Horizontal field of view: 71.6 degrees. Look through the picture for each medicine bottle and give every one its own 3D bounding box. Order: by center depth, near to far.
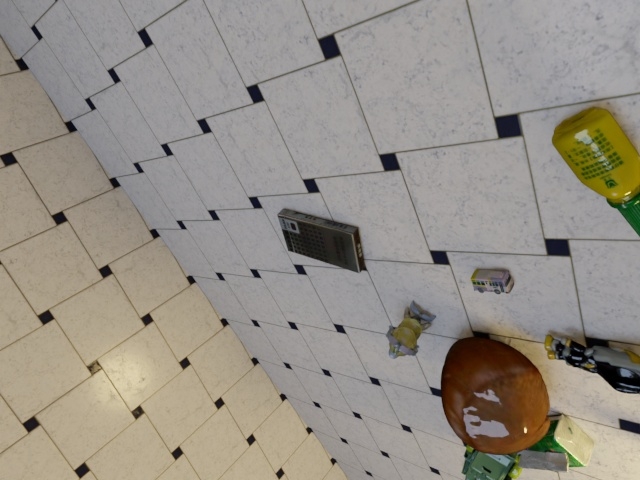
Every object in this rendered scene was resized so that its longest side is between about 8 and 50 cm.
[{"bbox_3d":[0.582,-0.117,0.869,0.309,0.076,0.111,49,147,-8],"label":"medicine bottle"}]

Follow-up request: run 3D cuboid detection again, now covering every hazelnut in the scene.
[{"bbox_3d":[0.519,0.473,1.367,0.372,0.315,0.373,160,90,-76],"label":"hazelnut"}]

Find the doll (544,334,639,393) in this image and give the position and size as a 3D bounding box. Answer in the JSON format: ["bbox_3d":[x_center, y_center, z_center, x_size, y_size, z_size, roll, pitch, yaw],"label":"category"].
[{"bbox_3d":[0.750,0.330,1.149,0.316,0.103,0.146,13,125,45],"label":"doll"}]

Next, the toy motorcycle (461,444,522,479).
[{"bbox_3d":[0.649,0.829,1.701,0.191,0.200,0.327,26,130,23],"label":"toy motorcycle"}]

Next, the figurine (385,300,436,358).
[{"bbox_3d":[0.298,0.318,1.521,0.128,0.183,0.209,32,101,13],"label":"figurine"}]

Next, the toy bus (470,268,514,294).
[{"bbox_3d":[0.476,0.112,1.231,0.102,0.052,0.058,0,127,46],"label":"toy bus"}]

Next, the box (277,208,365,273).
[{"bbox_3d":[-0.001,-0.001,1.575,0.324,0.047,0.181,16,137,33],"label":"box"}]

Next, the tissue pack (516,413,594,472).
[{"bbox_3d":[0.753,0.691,1.475,0.148,0.156,0.209,45,146,1],"label":"tissue pack"}]
